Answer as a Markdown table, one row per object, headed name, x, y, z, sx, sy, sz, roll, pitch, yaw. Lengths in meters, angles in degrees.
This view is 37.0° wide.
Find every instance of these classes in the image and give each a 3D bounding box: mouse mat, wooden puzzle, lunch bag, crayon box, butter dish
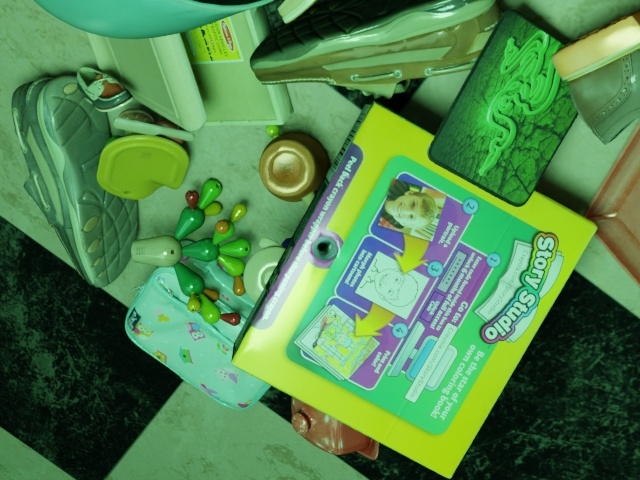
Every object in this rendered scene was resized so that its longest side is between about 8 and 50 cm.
| name | x | y | z | sx | sy | sz | roll | pitch | yaw |
| --- | --- | --- | --- | --- | --- | --- | --- | --- | --- |
| mouse mat | 0.220 | -0.145 | 1.084 | 0.152 | 0.007 | 0.190 | 25 | 98 | -25 |
| wooden puzzle | -0.244 | -0.271 | 1.269 | 0.238 | 0.044 | 0.221 | 27 | 143 | 45 |
| lunch bag | -0.180 | 0.140 | 1.576 | 0.279 | 0.108 | 0.224 | 36 | 135 | -4 |
| crayon box | 0.111 | 0.059 | 1.192 | 0.313 | 0.106 | 0.363 | 28 | 97 | -6 |
| butter dish | 0.006 | 0.265 | 1.486 | 0.160 | 0.118 | 0.160 | 23 | 123 | 42 |

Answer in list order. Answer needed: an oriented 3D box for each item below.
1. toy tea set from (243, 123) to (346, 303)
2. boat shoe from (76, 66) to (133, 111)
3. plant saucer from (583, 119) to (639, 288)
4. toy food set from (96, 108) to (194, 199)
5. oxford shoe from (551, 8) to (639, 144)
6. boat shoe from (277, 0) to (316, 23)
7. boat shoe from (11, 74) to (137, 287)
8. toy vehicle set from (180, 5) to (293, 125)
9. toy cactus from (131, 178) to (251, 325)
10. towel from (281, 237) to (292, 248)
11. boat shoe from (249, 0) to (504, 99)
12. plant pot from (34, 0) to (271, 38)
| name | x | y | z | sx | sy | sz | roll | pitch | yaw |
| --- | --- | --- | --- | --- | --- | --- | --- | --- | --- |
| toy tea set | 0.000 | 0.000 | 1.308 | 0.200 | 0.124 | 0.336 | 9 | 96 | 4 |
| boat shoe | -0.304 | -0.213 | 1.338 | 0.137 | 0.049 | 0.043 | 28 | 142 | 53 |
| plant saucer | 0.436 | -0.027 | 1.069 | 0.259 | 0.048 | 0.258 | 57 | 145 | 32 |
| toy food set | -0.257 | -0.139 | 1.407 | 0.128 | 0.071 | 0.218 | 6 | 152 | -18 |
| oxford shoe | 0.412 | -0.199 | 0.946 | 0.363 | 0.130 | 0.133 | -19 | 97 | 48 |
| boat shoe | 0.000 | -0.327 | 1.126 | 0.059 | 0.063 | 0.170 | 44 | 124 | -8 |
| boat shoe | -0.384 | -0.094 | 1.495 | 0.130 | 0.132 | 0.355 | 13 | 124 | 31 |
| toy vehicle set | -0.147 | -0.274 | 1.261 | 0.166 | 0.035 | 0.267 | 3 | 128 | 27 |
| toy cactus | -0.195 | 0.021 | 1.438 | 0.180 | 0.112 | 0.219 | -1 | 102 | 8 |
| towel | 0.117 | 0.063 | 1.384 | 0.308 | 0.076 | 0.228 | -7 | 126 | 34 |
| boat shoe | 0.066 | -0.222 | 1.136 | 0.324 | 0.122 | 0.120 | -6 | 126 | 33 |
| plant pot | -0.180 | -0.327 | 0.913 | 0.235 | 0.293 | 0.293 | -11 | 122 | 51 |
